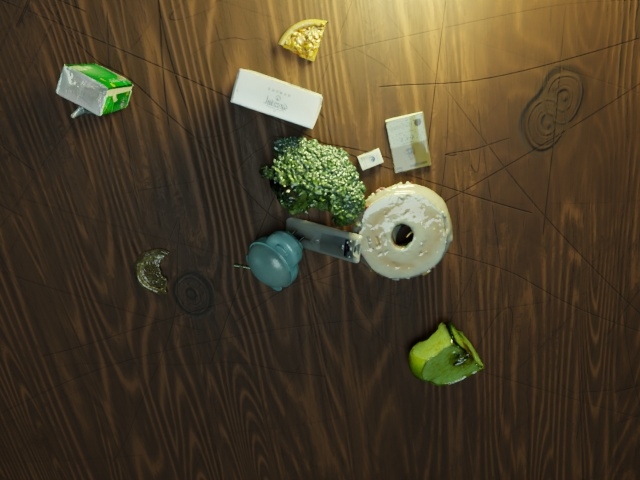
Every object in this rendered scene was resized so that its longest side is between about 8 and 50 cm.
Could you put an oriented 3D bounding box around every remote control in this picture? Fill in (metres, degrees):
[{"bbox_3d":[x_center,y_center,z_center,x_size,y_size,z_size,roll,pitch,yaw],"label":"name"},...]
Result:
[{"bbox_3d":[0.000,0.000,1.720,0.313,0.055,0.109,15,111,25],"label":"remote control"}]

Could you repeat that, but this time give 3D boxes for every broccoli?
[{"bbox_3d":[-0.033,-0.206,1.598,0.318,0.276,0.339,-9,154,35],"label":"broccoli"}]

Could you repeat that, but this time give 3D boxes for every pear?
[{"bbox_3d":[0.505,0.492,1.922,0.255,0.164,0.238,-42,116,18],"label":"pear"}]

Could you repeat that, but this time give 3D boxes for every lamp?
[{"bbox_3d":[-0.167,0.070,1.718,0.209,0.147,0.284,44,124,0],"label":"lamp"}]

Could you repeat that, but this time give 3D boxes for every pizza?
[{"bbox_3d":[-0.052,-0.666,1.552,0.179,0.041,0.130,-10,111,2],"label":"pizza"}]

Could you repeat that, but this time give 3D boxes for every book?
[{"bbox_3d":[0.321,-0.355,1.685,0.139,0.016,0.198,-13,110,3],"label":"book"}]

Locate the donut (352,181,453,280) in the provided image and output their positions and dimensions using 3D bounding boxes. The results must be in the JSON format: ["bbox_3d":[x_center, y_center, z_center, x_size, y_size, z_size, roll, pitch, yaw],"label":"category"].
[{"bbox_3d":[0.297,-0.036,1.731,0.384,0.142,0.381,0,109,-1],"label":"donut"}]

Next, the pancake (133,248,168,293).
[{"bbox_3d":[-0.648,0.128,1.829,0.184,0.020,0.190,-29,108,7],"label":"pancake"}]

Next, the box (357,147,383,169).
[{"bbox_3d":[0.183,-0.298,1.698,0.083,0.024,0.053,-21,107,7],"label":"box"}]

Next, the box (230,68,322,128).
[{"bbox_3d":[-0.140,-0.469,1.533,0.275,0.203,0.116,17,108,-8],"label":"box"}]

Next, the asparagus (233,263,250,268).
[{"bbox_3d":[-0.289,0.109,1.835,0.115,0.014,0.015,12,143,-5],"label":"asparagus"}]

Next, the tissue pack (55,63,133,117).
[{"bbox_3d":[-0.738,-0.473,1.513,0.148,0.209,0.156,25,109,-10],"label":"tissue pack"}]
